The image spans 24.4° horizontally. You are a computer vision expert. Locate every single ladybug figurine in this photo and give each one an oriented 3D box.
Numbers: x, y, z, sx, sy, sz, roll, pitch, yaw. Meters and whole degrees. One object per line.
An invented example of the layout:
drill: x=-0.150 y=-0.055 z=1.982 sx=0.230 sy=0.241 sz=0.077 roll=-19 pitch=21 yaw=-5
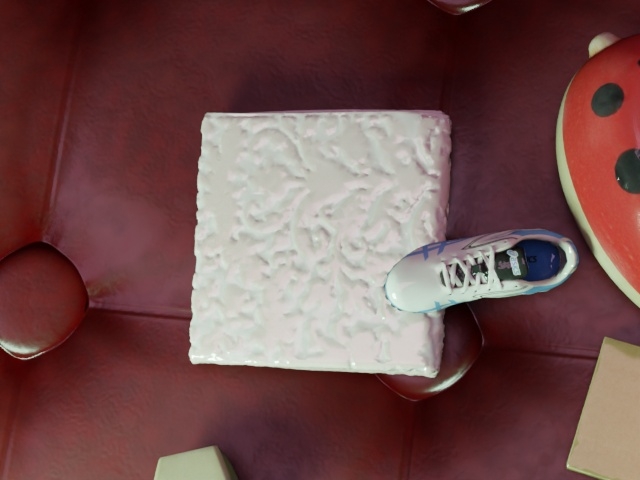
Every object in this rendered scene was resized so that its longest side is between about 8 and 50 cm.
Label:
ladybug figurine: x=0.449 y=-0.070 z=1.720 sx=0.305 sy=0.162 sz=0.449 roll=-36 pitch=73 yaw=-1

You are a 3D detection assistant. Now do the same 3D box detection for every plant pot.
plant pot: x=-0.143 y=0.304 z=1.753 sx=0.109 sy=0.109 sz=0.096 roll=-14 pitch=62 yaw=5

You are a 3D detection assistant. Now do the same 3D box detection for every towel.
towel: x=0.000 y=0.000 z=1.830 sx=0.317 sy=0.053 sz=0.331 roll=1 pitch=76 yaw=10

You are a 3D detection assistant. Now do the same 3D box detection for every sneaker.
sneaker: x=0.190 y=0.031 z=1.742 sx=0.237 sy=0.086 sz=0.085 roll=-11 pitch=82 yaw=-13

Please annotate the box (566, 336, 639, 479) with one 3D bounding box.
box: x=0.406 y=0.217 z=1.728 sx=0.201 sy=0.021 sz=0.164 roll=16 pitch=79 yaw=13
